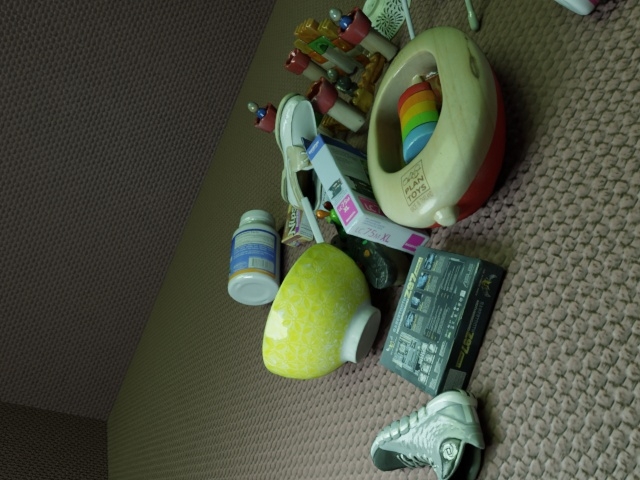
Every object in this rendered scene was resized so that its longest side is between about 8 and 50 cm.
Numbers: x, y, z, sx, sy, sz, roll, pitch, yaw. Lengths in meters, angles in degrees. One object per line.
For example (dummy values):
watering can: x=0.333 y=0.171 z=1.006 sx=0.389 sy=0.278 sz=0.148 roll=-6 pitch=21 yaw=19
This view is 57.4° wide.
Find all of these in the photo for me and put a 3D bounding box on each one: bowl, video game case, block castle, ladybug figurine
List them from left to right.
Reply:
block castle: x=-0.015 y=-0.452 z=1.645 sx=0.453 sy=0.212 sz=0.303 roll=6 pitch=68 yaw=64
video game case: x=0.000 y=0.000 z=1.335 sx=0.019 sy=0.143 sz=0.157 roll=-22 pitch=54 yaw=0
bowl: x=0.028 y=0.162 z=1.173 sx=0.156 sy=0.289 sz=0.289 roll=20 pitch=90 yaw=22
bowl: x=0.168 y=-0.634 z=1.614 sx=0.170 sy=0.080 sz=0.170 roll=-44 pitch=35 yaw=42
ladybug figurine: x=0.220 y=-0.199 z=1.080 sx=0.305 sy=0.162 sz=0.449 roll=-42 pitch=36 yaw=45

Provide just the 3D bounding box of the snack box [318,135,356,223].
snack box: x=0.042 y=-0.155 z=1.488 sx=0.207 sy=0.070 sz=0.175 roll=-127 pitch=48 yaw=-61

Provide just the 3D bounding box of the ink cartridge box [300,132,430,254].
ink cartridge box: x=0.084 y=-0.113 z=1.199 sx=0.065 sy=0.185 sz=0.311 roll=-53 pitch=41 yaw=25

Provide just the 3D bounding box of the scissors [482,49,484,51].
scissors: x=0.252 y=-0.339 z=1.299 sx=0.297 sy=0.021 sz=0.109 roll=5 pitch=74 yaw=64

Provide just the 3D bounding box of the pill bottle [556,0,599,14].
pill bottle: x=0.431 y=-0.509 z=0.883 sx=0.283 sy=0.160 sz=0.160 roll=-57 pitch=27 yaw=26

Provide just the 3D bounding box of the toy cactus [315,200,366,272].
toy cactus: x=0.048 y=-0.002 z=1.351 sx=0.180 sy=0.112 sz=0.219 roll=114 pitch=136 yaw=-63

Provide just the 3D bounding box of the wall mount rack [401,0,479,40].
wall mount rack: x=0.281 y=-0.602 z=1.318 sx=0.350 sy=0.130 sz=0.304 roll=-1 pitch=67 yaw=64

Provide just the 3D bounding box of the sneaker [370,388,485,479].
sneaker: x=0.162 y=0.336 z=0.894 sx=0.229 sy=0.086 sz=0.132 roll=-51 pitch=33 yaw=33

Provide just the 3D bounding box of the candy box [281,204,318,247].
candy box: x=-0.051 y=-0.082 z=1.680 sx=0.109 sy=0.053 sz=0.187 roll=-22 pitch=51 yaw=58

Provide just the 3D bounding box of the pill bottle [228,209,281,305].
pill bottle: x=-0.195 y=0.044 z=1.758 sx=0.152 sy=0.152 sz=0.272 roll=-47 pitch=33 yaw=40

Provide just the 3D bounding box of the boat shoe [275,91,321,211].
boat shoe: x=-0.038 y=-0.210 z=1.441 sx=0.103 sy=0.113 sz=0.302 roll=37 pitch=142 yaw=42

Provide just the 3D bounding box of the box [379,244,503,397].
box: x=0.199 y=0.134 z=0.996 sx=0.183 sy=0.059 sz=0.233 roll=15 pitch=86 yaw=65

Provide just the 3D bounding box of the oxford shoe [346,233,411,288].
oxford shoe: x=0.119 y=0.011 z=1.205 sx=0.227 sy=0.096 sz=0.083 roll=64 pitch=143 yaw=39
